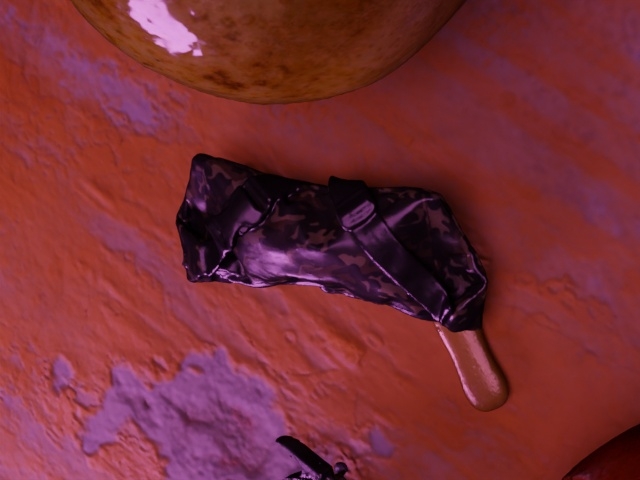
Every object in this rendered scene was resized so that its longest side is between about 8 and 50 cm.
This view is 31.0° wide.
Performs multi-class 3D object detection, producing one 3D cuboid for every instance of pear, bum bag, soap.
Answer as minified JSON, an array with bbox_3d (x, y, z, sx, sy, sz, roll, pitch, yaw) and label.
[{"bbox_3d":[-0.034,-0.221,0.650,0.304,0.304,0.304,7,106,25],"label":"pear"},{"bbox_3d":[0.000,-0.001,0.811,0.248,0.069,0.102,9,105,22],"label":"bum bag"},{"bbox_3d":[0.105,0.079,0.811,0.034,0.012,0.089,-22,93,28],"label":"soap"}]

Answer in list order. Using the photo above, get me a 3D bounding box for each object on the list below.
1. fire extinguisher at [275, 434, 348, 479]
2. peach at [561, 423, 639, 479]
[{"bbox_3d":[0.017,0.258,0.873,0.099,0.071,0.231,-11,98,56],"label":"fire extinguisher"},{"bbox_3d":[0.227,0.207,0.721,0.190,0.226,0.196,4,66,-7],"label":"peach"}]
